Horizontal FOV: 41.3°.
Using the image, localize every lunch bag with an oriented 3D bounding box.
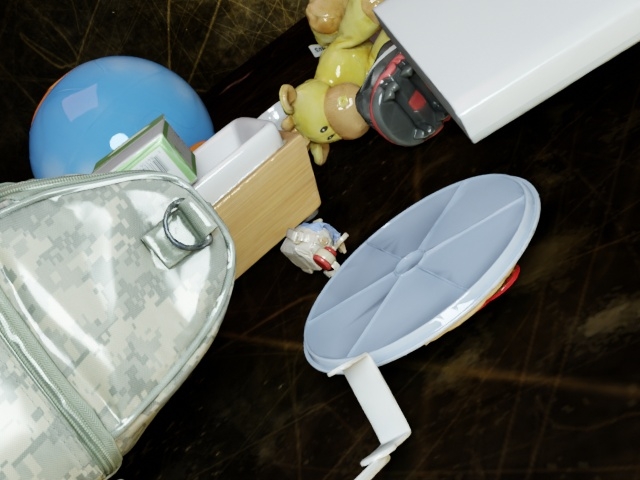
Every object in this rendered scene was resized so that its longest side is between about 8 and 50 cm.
[{"bbox_3d":[-0.200,0.077,0.680,0.256,0.212,0.305,-34,-3,-21],"label":"lunch bag"}]

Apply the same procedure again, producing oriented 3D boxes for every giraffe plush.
[{"bbox_3d":[0.023,-0.193,1.049,0.210,0.181,0.170,-12,46,55],"label":"giraffe plush"}]

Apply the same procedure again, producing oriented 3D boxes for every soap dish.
[{"bbox_3d":[-0.143,-0.015,0.986,0.291,0.118,0.229,-42,18,-7],"label":"soap dish"}]

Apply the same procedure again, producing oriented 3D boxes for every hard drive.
[{"bbox_3d":[0.240,-0.250,0.773,0.353,0.047,0.233,-31,40,6],"label":"hard drive"}]

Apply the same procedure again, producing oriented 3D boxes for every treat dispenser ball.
[{"bbox_3d":[-0.311,-0.146,1.346,0.288,0.288,0.288,-35,19,13],"label":"treat dispenser ball"}]

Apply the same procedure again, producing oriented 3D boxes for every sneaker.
[{"bbox_3d":[0.142,-0.213,0.940,0.276,0.097,0.135,-44,21,-11],"label":"sneaker"}]

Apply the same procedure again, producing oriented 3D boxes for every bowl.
[{"bbox_3d":[-0.077,-0.159,1.306,0.142,0.053,0.142,-43,19,-11],"label":"bowl"}]

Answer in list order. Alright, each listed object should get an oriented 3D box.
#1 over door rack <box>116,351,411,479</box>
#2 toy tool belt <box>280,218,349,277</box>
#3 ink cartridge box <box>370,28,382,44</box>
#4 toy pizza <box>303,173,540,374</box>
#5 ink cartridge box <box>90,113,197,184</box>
[{"bbox_3d":[-0.083,0.201,0.406,0.240,0.108,0.324,-30,6,24],"label":"over door rack"},{"bbox_3d":[0.000,0.000,0.782,0.051,0.052,0.083,-53,22,-15],"label":"toy tool belt"},{"bbox_3d":[0.135,-0.340,1.212,0.176,0.127,0.128,-41,19,-3],"label":"ink cartridge box"},{"bbox_3d":[0.073,0.027,0.609,0.201,0.032,0.201,-36,18,13],"label":"toy pizza"},{"bbox_3d":[-0.199,-0.077,0.947,0.109,0.062,0.209,-38,18,1],"label":"ink cartridge box"}]
